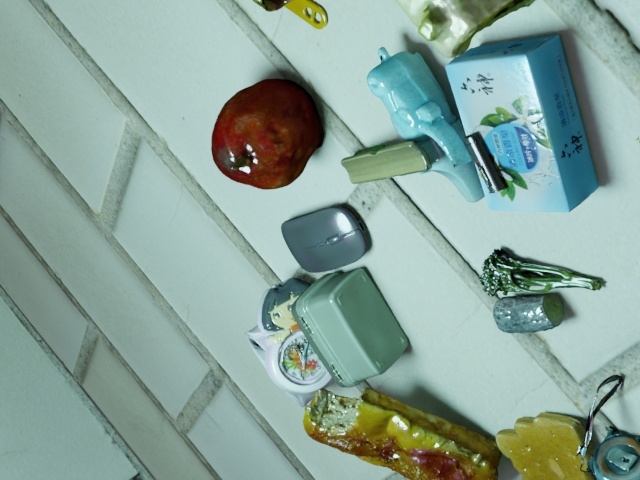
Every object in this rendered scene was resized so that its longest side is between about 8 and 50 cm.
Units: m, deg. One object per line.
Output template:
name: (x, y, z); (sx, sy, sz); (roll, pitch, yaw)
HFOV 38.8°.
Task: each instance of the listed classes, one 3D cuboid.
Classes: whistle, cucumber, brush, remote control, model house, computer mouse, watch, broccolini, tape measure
whistle: (0.165, -0.176, 1.379); (0.274, 0.093, 0.186); (56, 172, -5)
cucumber: (0.331, 0.117, 1.445); (0.112, 0.064, 0.064); (-9, 112, 52)
brush: (0.107, -0.128, 1.458); (0.054, 0.048, 0.282); (54, 164, -12)
remote control: (0.229, -0.107, 1.282); (0.091, 0.016, 0.034); (61, 152, -7)
model house: (0.172, -0.350, 1.096); (0.193, 0.234, 0.175); (52, 145, 0)
brush: (-0.090, -0.431, 1.530); (0.272, 0.013, 0.103); (38, 142, 22)
computer mouse: (-0.001, 0.001, 1.746); (0.232, 0.057, 0.120); (-13, 109, 54)
watch: (-0.052, 0.212, 1.916); (0.244, 0.196, 0.231); (53, 167, 3)
broccolini: (0.332, 0.060, 1.402); (0.201, 0.058, 0.074); (8, 131, 47)
tape measure: (0.465, 0.310, 1.412); (0.107, 0.104, 0.180); (21, 134, 43)

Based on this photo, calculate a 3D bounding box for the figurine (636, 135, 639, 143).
figurine: (0.487, -0.049, 1.088); (0.156, 0.131, 0.246); (-38, 68, 16)

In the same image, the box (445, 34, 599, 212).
box: (0.280, -0.157, 1.262); (0.142, 0.083, 0.232); (5, 123, 50)

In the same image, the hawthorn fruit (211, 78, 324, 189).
hawthorn fruit: (-0.100, -0.171, 1.587); (0.189, 0.251, 0.189); (9, 128, 12)

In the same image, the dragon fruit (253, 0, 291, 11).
dragon fruit: (-0.083, -0.477, 1.301); (0.305, 0.226, 0.305); (29, 140, 29)

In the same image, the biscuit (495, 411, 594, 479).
biscuit: (0.411, 0.377, 1.591); (0.212, 0.041, 0.239); (44, 144, 25)

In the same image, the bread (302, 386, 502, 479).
bread: (0.150, 0.380, 1.732); (0.380, 0.109, 0.185); (23, 147, 4)

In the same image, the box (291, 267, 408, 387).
box: (0.056, 0.166, 1.744); (0.129, 0.148, 0.210); (-22, 104, 47)
